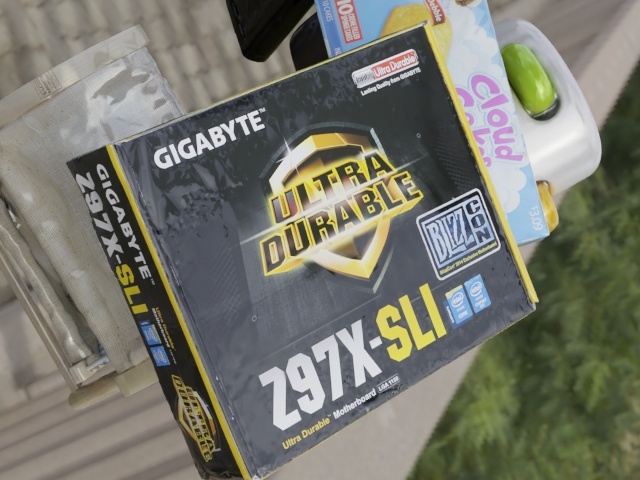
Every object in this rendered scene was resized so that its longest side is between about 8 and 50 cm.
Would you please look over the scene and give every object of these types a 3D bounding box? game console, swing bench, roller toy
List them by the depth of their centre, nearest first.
[{"bbox_3d":[-0.181,-0.008,1.171,0.165,0.255,0.253,-31,92,-22],"label":"swing bench"},{"bbox_3d":[0.195,-0.124,1.472,0.209,0.146,0.191,61,-1,-30],"label":"roller toy"},{"bbox_3d":[-0.006,-0.230,1.534,0.044,0.213,0.361,8,52,-37],"label":"game console"}]

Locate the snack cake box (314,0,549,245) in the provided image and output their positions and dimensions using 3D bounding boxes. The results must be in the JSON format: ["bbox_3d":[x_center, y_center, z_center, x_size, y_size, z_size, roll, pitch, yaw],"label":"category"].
[{"bbox_3d":[0.101,-0.110,1.255,0.089,0.152,0.264,33,42,-84],"label":"snack cake box"}]

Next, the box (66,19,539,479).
[{"bbox_3d":[0.000,0.000,1.050,0.322,0.079,0.257,-26,98,-37],"label":"box"}]
